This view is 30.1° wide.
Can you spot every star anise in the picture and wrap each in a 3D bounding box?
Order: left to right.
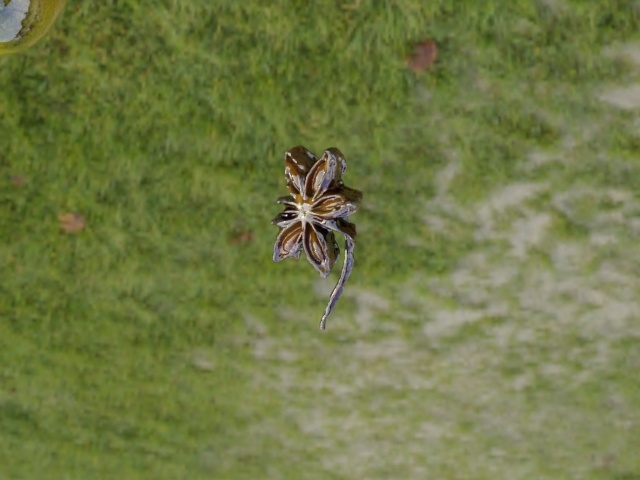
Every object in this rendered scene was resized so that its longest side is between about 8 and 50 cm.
[{"bbox_3d":[0.000,0.000,1.130,0.097,0.070,0.190,22,114,30],"label":"star anise"}]

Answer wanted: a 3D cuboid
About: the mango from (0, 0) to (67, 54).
[{"bbox_3d":[-0.372,-0.379,1.356,0.221,0.378,0.264,-3,155,-16],"label":"mango"}]
